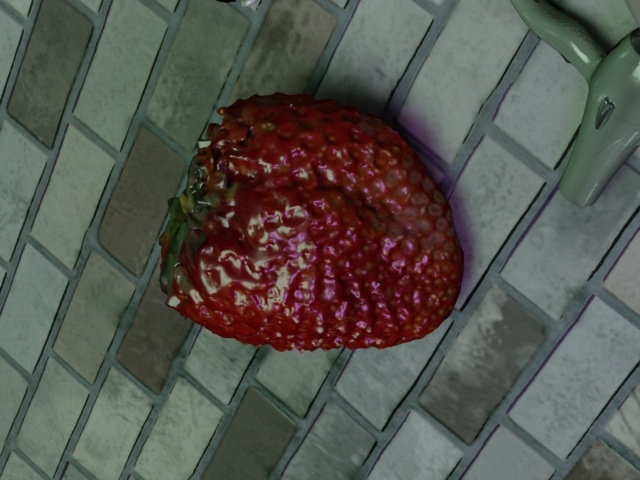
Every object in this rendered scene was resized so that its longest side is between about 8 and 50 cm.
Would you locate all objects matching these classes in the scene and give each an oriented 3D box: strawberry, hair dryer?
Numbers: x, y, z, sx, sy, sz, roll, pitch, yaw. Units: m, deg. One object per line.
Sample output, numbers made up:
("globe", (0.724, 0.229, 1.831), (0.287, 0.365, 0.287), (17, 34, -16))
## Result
("strawberry", (0.000, 0.000, 1.742), (0.351, 0.267, 0.312), (26, 124, -7))
("hair dryer", (0.252, -0.157, 1.593), (0.267, 0.092, 0.229), (34, 137, 36))

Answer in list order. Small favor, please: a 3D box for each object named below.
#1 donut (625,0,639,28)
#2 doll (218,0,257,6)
("donut", (0.351, -0.298, 1.291), (0.382, 0.142, 0.383), (157, 90, -80))
("doll", (-0.079, -0.322, 1.673), (0.110, 0.181, 0.107), (-20, 113, 40))
